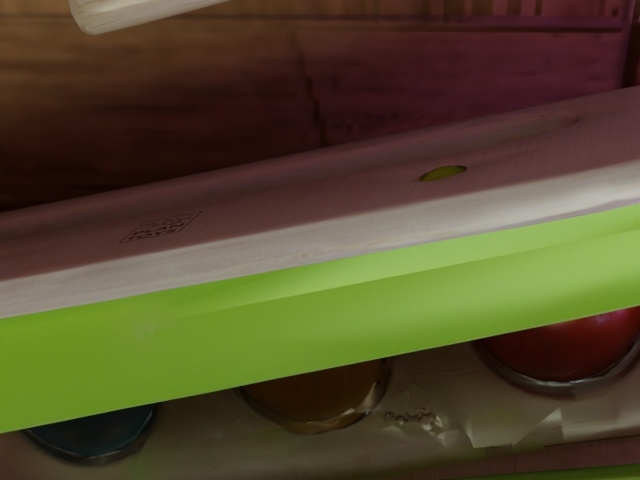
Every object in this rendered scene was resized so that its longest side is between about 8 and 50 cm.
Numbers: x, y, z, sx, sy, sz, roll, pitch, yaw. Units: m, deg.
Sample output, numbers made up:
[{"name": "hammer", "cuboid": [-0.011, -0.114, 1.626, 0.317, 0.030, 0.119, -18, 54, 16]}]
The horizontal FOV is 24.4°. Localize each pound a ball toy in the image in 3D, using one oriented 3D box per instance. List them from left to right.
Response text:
[{"name": "pound a ball toy", "cuboid": [0.000, 0.000, 0.411, 0.319, 0.136, 0.208, -11, 103, 18]}]
